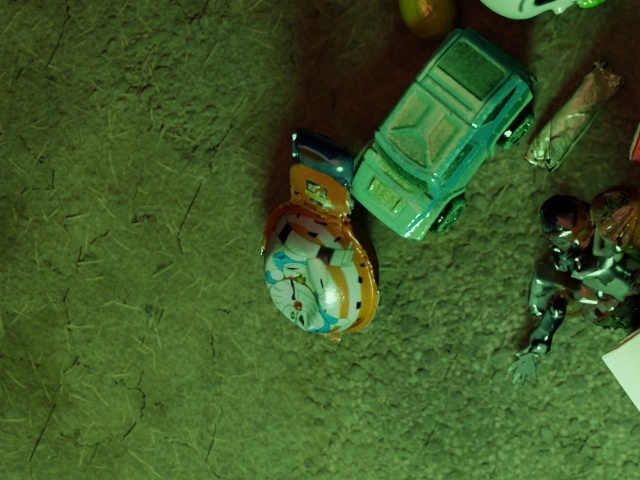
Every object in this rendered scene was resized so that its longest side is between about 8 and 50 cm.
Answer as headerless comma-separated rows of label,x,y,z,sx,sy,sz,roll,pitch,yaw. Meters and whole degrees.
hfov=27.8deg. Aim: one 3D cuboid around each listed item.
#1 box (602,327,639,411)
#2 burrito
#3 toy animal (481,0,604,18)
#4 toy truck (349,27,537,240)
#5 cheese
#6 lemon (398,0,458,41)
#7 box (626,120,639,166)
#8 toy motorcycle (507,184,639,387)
box,0.474,0.210,1.576,0.111,0.194,0.260,-40,75,18
burrito,0.336,-0.164,1.713,0.051,0.042,0.171,41,103,14
toy animal,0.305,-0.396,1.634,0.212,0.212,0.267,40,101,18
toy truck,0.159,-0.140,1.726,0.155,0.156,0.279,42,105,17
cheese,0.000,0.000,1.764,0.217,0.129,0.329,29,135,30
lemon,0.146,-0.325,1.767,0.082,0.082,0.111,-19,80,22
box,0.465,-0.113,1.580,0.133,0.182,0.099,19,93,24
toy motorcycle,0.337,0.049,1.633,0.207,0.401,0.134,14,54,-9
